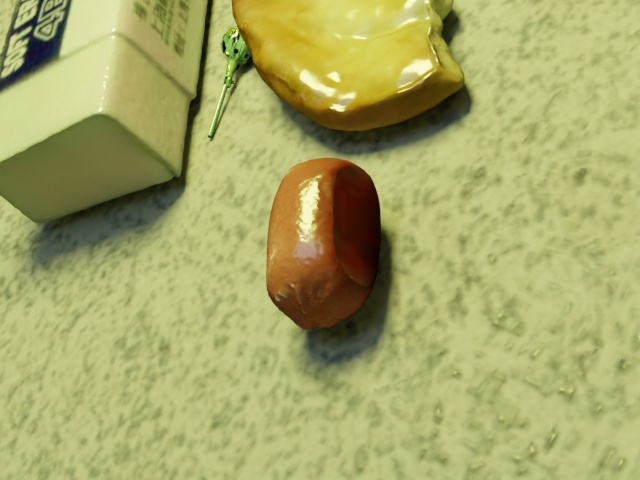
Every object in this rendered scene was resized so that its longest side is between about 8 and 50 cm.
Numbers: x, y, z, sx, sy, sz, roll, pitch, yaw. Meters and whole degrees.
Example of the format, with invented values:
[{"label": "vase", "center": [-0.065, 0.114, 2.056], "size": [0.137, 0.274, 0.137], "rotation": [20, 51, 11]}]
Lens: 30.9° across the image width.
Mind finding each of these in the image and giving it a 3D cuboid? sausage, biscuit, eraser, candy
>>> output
[{"label": "sausage", "center": [0.000, 0.000, 0.607], "size": [0.054, 0.059, 0.094], "rotation": [-29, 45, 40]}, {"label": "biscuit", "center": [0.012, -0.180, 0.748], "size": [0.154, 0.045, 0.299], "rotation": [-16, 50, 23]}, {"label": "eraser", "center": [-0.152, -0.154, 0.821], "size": [0.130, 0.086, 0.287], "rotation": [-18, 48, 27]}, {"label": "candy", "center": [-0.061, -0.105, 0.766], "size": [0.025, 0.023, 0.083], "rotation": [14, 69, -2]}]
